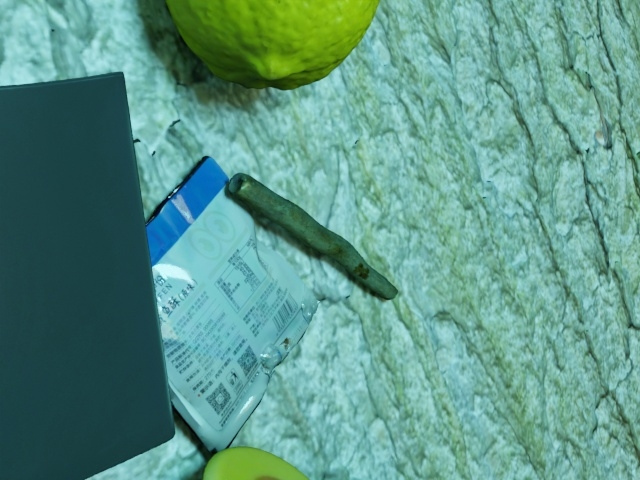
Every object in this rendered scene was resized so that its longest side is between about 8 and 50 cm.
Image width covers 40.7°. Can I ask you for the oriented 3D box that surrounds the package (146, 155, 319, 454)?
[{"bbox_3d":[-0.082,0.047,0.668,0.173,0.027,0.171,54,51,-21],"label":"package"}]

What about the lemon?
[{"bbox_3d":[-0.034,-0.213,0.657,0.180,0.180,0.193,-7,67,-48],"label":"lemon"}]

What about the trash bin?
[{"bbox_3d":[-0.183,0.027,0.499,0.165,0.115,0.225,-17,97,-47],"label":"trash bin"}]

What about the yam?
[{"bbox_3d":[0.001,0.001,0.760,0.234,0.029,0.027,36,51,-44],"label":"yam"}]

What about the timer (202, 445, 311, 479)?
[{"bbox_3d":[0.098,0.312,0.622,0.376,0.376,0.387,23,26,-43],"label":"timer"}]
